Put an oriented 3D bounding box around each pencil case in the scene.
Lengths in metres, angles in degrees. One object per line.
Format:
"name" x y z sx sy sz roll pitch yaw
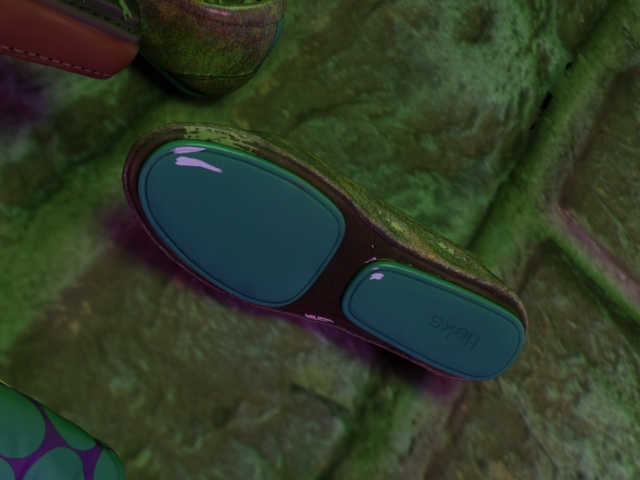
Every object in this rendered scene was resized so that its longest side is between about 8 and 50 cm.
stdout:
"pencil case" -0.160 0.104 0.704 0.151 0.064 0.070 38 60 -42

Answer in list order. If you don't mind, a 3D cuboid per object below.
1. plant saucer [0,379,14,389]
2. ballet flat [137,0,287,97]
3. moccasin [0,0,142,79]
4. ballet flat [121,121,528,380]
"plant saucer" -0.182 0.106 0.771 0.083 0.015 0.083 25 43 -26
"ballet flat" -0.166 -0.237 1.007 0.348 0.123 0.123 38 39 -12
"moccasin" -0.278 -0.148 0.818 0.380 0.147 0.139 6 39 -36
"ballet flat" 0.000 0.000 0.989 0.316 0.107 0.106 32 20 -27
